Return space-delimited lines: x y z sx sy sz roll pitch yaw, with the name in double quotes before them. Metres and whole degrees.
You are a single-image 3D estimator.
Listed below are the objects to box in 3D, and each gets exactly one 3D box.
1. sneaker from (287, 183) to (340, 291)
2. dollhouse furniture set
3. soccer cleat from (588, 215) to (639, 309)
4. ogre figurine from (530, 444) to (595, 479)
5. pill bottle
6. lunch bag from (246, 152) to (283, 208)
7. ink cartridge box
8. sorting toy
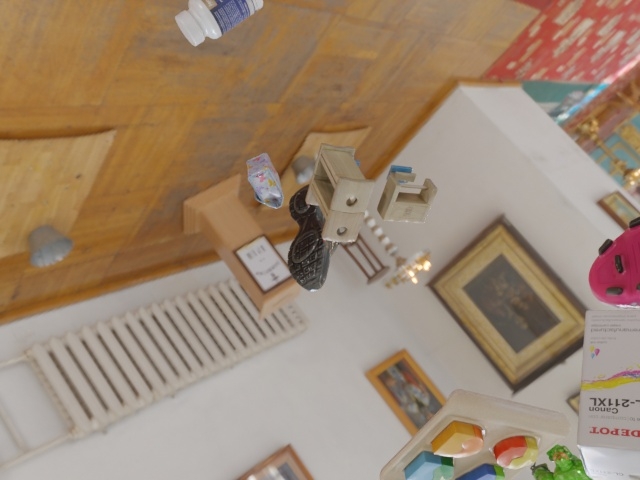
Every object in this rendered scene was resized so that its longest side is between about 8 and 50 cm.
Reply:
"sneaker" 0.000 0.000 1.431 0.109 0.286 0.130 -23 137 30
"dollhouse furniture set" 0.087 -0.080 1.119 0.184 0.129 0.128 3 125 -21
"soccer cleat" 0.469 0.002 0.677 0.331 0.143 0.116 -40 -148 40
"ogre figurine" 0.470 0.414 1.122 0.197 0.096 0.118 -11 -178 32
"pill bottle" -0.149 -0.339 0.900 0.120 0.067 0.067 -38 166 -8
"lunch bag" -0.098 -0.103 1.107 0.053 0.071 0.083 -25 125 7
"ink cartridge box" 0.350 0.163 0.655 0.128 0.072 0.175 -5 -137 31
"sorting toy" 0.208 0.295 0.837 0.193 0.038 0.208 17 124 -18
